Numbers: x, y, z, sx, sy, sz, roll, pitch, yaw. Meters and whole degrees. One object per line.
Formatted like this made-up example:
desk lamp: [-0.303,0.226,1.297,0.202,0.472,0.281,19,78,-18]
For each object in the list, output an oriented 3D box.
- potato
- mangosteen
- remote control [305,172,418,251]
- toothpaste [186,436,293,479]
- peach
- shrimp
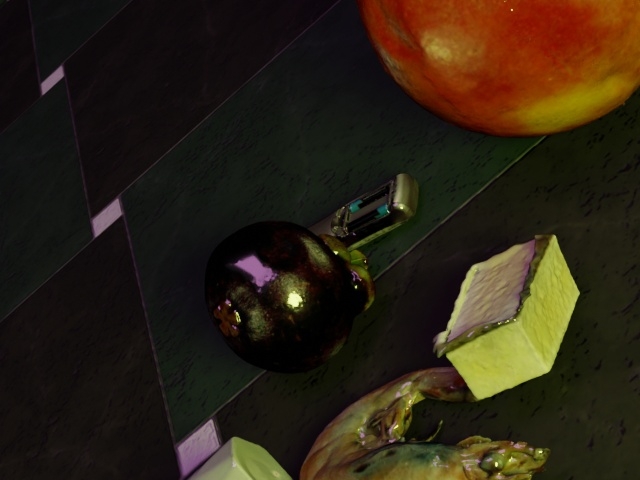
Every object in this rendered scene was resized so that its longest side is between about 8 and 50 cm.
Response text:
potato: [0.135,0.055,1.044,0.086,0.061,0.122,-28,17,32]
mangosteen: [-0.020,0.042,1.233,0.151,0.137,0.137,-23,19,-30]
remote control: [0.000,0.000,1.337,0.212,0.028,0.059,-27,36,29]
toothpaste: [-0.162,0.308,1.144,0.371,0.080,0.125,-48,33,14]
peach: [0.151,-0.216,1.172,0.281,0.281,0.238,-54,30,-13]
shrimp: [0.078,0.141,1.051,0.251,0.052,0.143,-6,42,47]
